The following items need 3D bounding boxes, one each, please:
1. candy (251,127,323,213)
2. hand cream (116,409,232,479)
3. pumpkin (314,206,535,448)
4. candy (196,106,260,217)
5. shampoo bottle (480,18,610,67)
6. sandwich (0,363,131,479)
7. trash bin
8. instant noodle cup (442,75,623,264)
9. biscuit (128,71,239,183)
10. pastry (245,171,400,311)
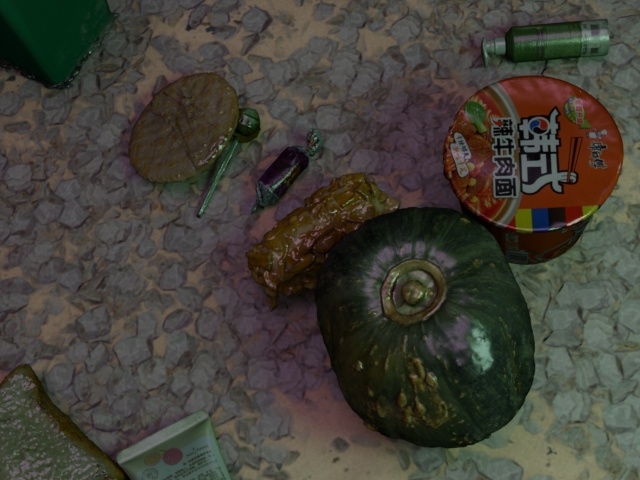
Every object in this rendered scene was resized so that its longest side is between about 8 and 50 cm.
[{"bbox_3d":[-0.060,-0.111,1.622,0.043,0.045,0.175,30,73,35],"label":"candy"},{"bbox_3d":[-0.161,0.392,1.395,0.147,0.093,0.306,-27,64,-13],"label":"hand cream"},{"bbox_3d":[0.142,0.127,1.374,0.291,0.257,0.328,-16,65,16],"label":"pumpkin"},{"bbox_3d":[-0.156,-0.128,1.645,0.061,0.061,0.202,23,80,17],"label":"candy"},{"bbox_3d":[0.367,-0.323,1.643,0.204,0.065,0.065,-4,67,7],"label":"shampoo bottle"},{"bbox_3d":[-0.436,0.340,1.461,0.251,0.087,0.226,41,79,21],"label":"sandwich"},{"bbox_3d":[-0.491,-0.443,1.643,0.295,0.381,0.259,27,74,17],"label":"trash bin"},{"bbox_3d":[0.306,-0.087,1.478,0.250,0.192,0.250,-3,66,7],"label":"instant noodle cup"},{"bbox_3d":[-0.229,-0.188,1.659,0.220,0.033,0.220,-14,57,22],"label":"biscuit"},{"bbox_3d":[0.000,0.000,1.516,0.250,0.102,0.154,-42,39,-17],"label":"pastry"}]
